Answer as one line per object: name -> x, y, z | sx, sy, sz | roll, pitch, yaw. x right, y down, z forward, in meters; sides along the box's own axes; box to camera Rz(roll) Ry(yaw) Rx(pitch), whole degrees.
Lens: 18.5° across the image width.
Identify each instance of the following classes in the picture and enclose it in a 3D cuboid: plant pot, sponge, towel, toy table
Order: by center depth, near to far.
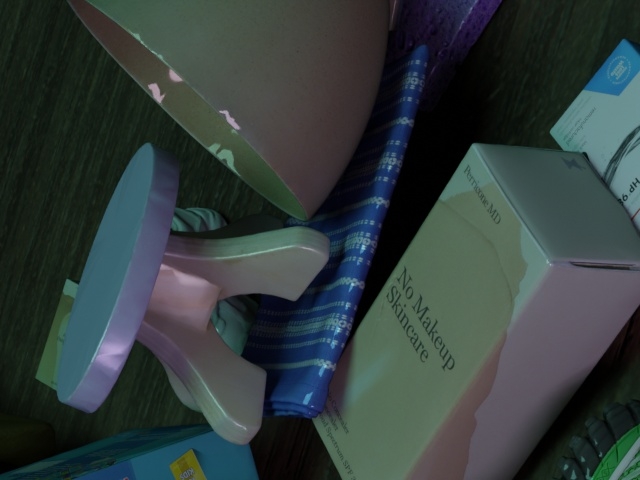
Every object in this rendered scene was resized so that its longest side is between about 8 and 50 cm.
plant pot -> -0.051, -0.180, 1.683 | 0.191, 0.284, 0.284 | -47, 45, -5
toy table -> -0.118, 0.054, 1.711 | 0.252, 0.161, 0.274 | -45, 27, 52
towel -> 0.000, 0.000, 1.740 | 0.243, 0.040, 0.336 | 166, 123, -71
sponge -> 0.115, -0.233, 1.792 | 0.210, 0.031, 0.117 | -58, 44, 18

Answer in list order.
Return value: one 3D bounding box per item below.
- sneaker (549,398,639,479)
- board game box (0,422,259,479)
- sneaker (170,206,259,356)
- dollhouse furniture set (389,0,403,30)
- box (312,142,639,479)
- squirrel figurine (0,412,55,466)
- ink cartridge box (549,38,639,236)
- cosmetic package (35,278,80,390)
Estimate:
sneaker -> 0.201, 0.291, 1.455 | 0.146, 0.134, 0.343 | 26, 87, 43
board game box -> -0.258, 0.254, 1.788 | 0.254, 0.336, 0.079 | -14, 93, 62
sneaker -> -0.129, 0.059, 1.907 | 0.090, 0.115, 0.232 | -48, 49, 26
dollhouse furniture set -> 0.008, -0.281, 1.868 | 0.303, 0.198, 0.286 | 17, 111, 25
box -> 0.126, 0.082, 1.584 | 0.311, 0.121, 0.148 | -61, 42, 32
squirrel figurine -> -0.487, 0.347, 2.016 | 0.281, 0.397, 0.370 | 16, 104, 38
ink cartridge box -> 0.274, -0.064, 1.556 | 0.104, 0.060, 0.180 | -53, 47, 23
cosmetic package -> -0.257, 0.104, 2.084 | 0.060, 0.041, 0.115 | 20, 94, 47
